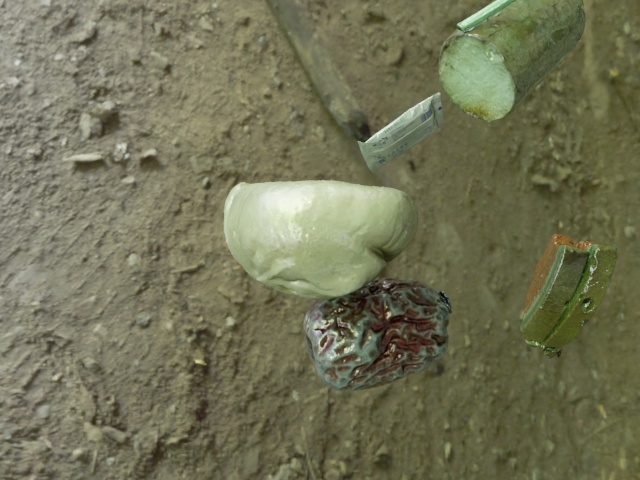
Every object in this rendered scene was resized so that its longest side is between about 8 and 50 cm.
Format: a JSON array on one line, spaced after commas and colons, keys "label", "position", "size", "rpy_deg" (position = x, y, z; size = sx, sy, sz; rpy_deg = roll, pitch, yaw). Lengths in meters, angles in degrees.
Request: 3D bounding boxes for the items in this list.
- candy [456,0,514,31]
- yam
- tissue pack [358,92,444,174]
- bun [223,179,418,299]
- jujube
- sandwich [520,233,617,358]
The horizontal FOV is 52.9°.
[{"label": "candy", "position": [0.347, -0.400, 0.949], "size": [0.093, 0.336, 0.092], "rpy_deg": [60, 0, -30]}, {"label": "yam", "position": [0.312, -0.317, 1.056], "size": [0.268, 0.161, 0.161], "rpy_deg": [-44, 114, -34]}, {"label": "tissue pack", "position": [0.172, -0.219, 1.332], "size": [0.026, 0.193, 0.122], "rpy_deg": [57, 2, 25]}, {"label": "bun", "position": [0.000, 0.000, 1.201], "size": [0.365, 0.365, 0.219], "rpy_deg": [1, 93, -50]}, {"label": "jujube", "position": [0.119, 0.191, 1.355], "size": [0.317, 0.226, 0.226], "rpy_deg": [-12, 89, -20]}, {"label": "sandwich", "position": [0.515, 0.093, 1.373], "size": [0.109, 0.292, 0.212], "rpy_deg": [16, 51, -1]}]
